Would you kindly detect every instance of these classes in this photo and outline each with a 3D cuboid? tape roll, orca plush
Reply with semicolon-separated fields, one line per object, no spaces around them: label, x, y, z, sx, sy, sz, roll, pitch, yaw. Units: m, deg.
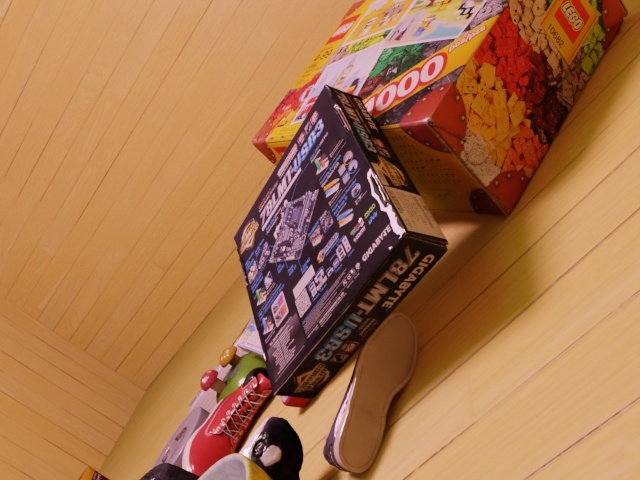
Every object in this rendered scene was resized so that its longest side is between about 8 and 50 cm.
tape roll;-0.301;0.482;1.412;0.219;0.072;0.219;-52;11;14
orca plush;-0.087;0.361;0.754;0.102;0.151;0.287;19;67;47

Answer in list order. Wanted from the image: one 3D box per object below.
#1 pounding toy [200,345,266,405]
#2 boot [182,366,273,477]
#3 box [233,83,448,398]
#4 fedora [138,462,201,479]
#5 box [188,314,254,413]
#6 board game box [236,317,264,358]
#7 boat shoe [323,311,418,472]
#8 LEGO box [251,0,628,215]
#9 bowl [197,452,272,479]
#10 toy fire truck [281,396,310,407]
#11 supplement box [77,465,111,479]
pounding toy;-0.188;0.288;1.446;0.237;0.110;0.183;-51;10;18
boot;-0.166;0.347;1.226;0.176;0.088;0.244;-47;8;26
box;0.000;0.000;0.828;0.295;0.073;0.293;-54;37;30
fedora;-0.261;0.470;0.984;0.334;0.152;0.334;-53;6;8
box;-0.217;0.312;1.636;0.324;0.067;0.063;-56;9;-9
board game box;-0.103;0.205;1.379;0.154;0.026;0.103;8;58;48
boat shoe;0.056;0.180;0.779;0.065;0.075;0.206;-32;28;58
LEGO box;0.158;-0.250;1.038;0.372;0.193;0.500;-56;28;-15
bowl;-0.089;0.362;0.581;0.289;0.156;0.289;-52;10;13
toy fire truck;-0.038;0.098;1.101;0.254;0.169;0.302;-63;30;29
supplement box;-0.490;0.641;1.387;0.191;0.194;0.129;-55;10;-7
